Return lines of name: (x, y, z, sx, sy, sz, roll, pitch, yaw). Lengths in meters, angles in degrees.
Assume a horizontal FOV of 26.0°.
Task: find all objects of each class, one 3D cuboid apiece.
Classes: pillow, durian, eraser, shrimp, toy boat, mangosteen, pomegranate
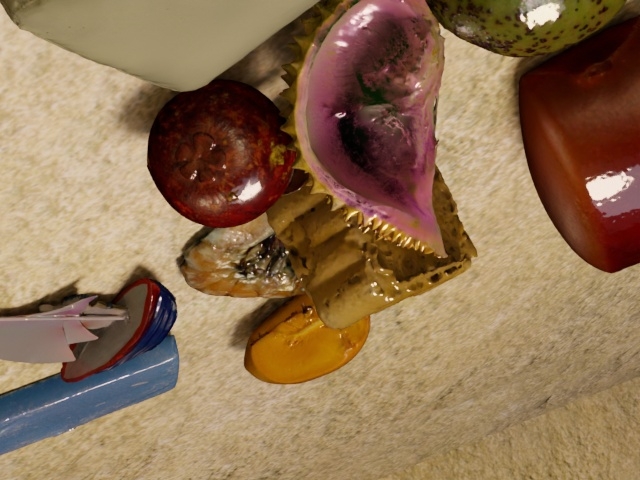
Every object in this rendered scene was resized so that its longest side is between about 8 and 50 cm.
pillow: (-0.065, -0.240, 1.089, 0.322, 0.120, 0.255, -33, 157, 21)
durian: (0.032, -0.132, 1.357, 0.186, 0.260, 0.154, 17, 172, -42)
eraser: (-0.350, 0.226, 1.980, 0.312, 0.042, 0.144, -20, 159, -17)
shrimp: (0.000, 0.000, 1.779, 0.365, 0.071, 0.233, -12, 155, -5)
toy boat: (-0.332, 0.127, 1.740, 0.318, 0.072, 0.219, -13, 153, -23)
mangosteen: (-0.096, -0.081, 1.410, 0.146, 0.156, 0.181, -53, 175, -5)
pomegranate: (0.171, -0.272, 1.243, 0.214, 0.214, 0.248, -23, -163, -8)

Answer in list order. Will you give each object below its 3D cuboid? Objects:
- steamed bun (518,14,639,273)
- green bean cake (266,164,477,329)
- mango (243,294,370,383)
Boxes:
steamed bun: (0.392, -0.101, 1.780, 0.235, 0.248, 0.379, -27, 160, 3)
green bean cake: (0.047, -0.029, 1.563, 0.131, 0.224, 0.230, -34, 169, 36)
mango: (-0.025, 0.148, 2.063, 0.154, 0.126, 0.252, -34, 179, -43)
